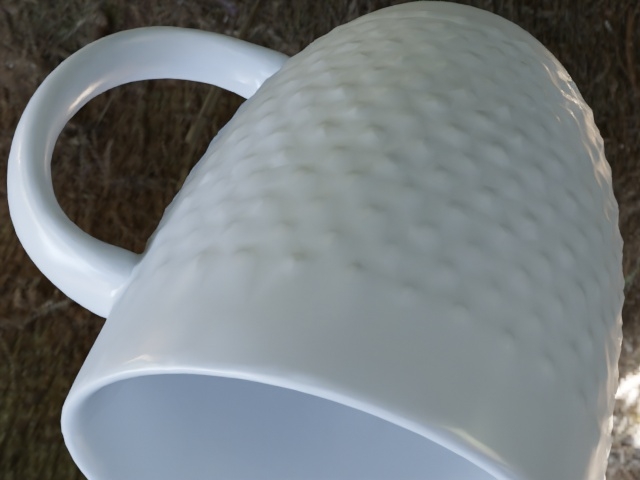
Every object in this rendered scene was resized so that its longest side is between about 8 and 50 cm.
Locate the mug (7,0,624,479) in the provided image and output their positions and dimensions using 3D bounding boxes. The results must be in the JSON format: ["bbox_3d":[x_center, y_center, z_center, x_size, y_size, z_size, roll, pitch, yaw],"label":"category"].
[{"bbox_3d":[0.000,0.000,0.580,0.374,0.328,0.276,26,143,-5],"label":"mug"}]
